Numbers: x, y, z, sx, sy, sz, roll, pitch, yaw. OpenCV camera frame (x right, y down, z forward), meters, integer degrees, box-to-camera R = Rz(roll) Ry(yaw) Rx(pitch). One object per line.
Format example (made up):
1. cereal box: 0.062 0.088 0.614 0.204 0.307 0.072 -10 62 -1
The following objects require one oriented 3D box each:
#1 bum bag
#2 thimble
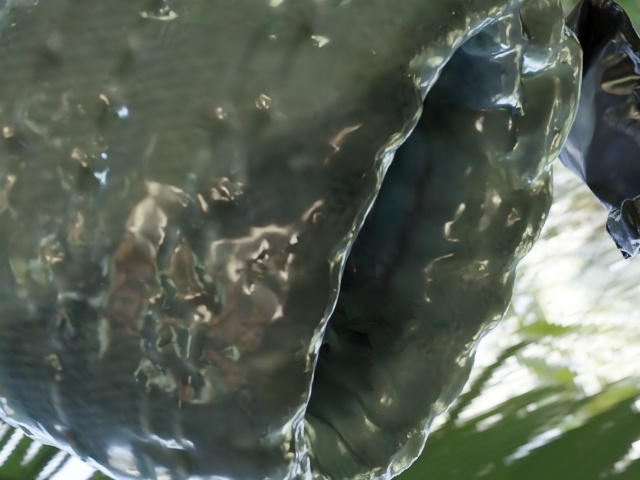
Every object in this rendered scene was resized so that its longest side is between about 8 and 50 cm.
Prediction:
1. bum bag: 0.242 -0.074 1.486 0.074 0.137 0.310 10 -150 -25
2. thimble: -0.023 -0.026 0.710 0.172 0.205 0.250 22 -109 24
